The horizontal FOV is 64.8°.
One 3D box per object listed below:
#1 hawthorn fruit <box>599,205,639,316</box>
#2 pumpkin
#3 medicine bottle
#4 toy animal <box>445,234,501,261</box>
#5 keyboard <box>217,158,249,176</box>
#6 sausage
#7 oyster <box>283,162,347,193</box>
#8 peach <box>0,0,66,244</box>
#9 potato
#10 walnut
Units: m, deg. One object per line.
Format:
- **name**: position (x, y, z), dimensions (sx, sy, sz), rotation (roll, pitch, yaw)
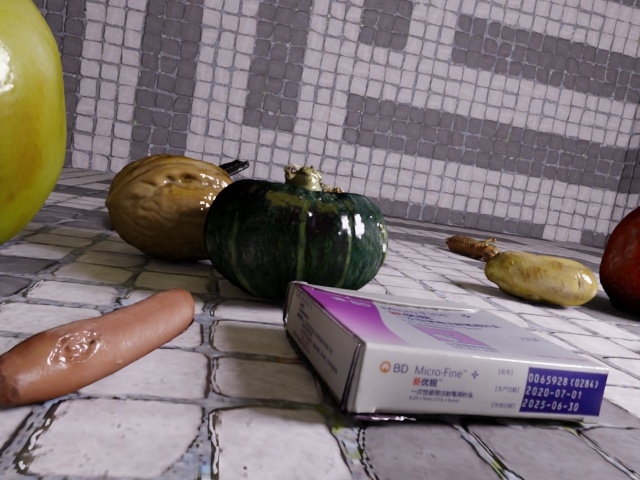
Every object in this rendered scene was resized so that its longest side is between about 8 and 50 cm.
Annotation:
- **hawthorn fruit**: position (0.594, 0.025, 0.847), dimensions (0.216, 0.249, 0.215), rotation (23, -14, 6)
- **pumpkin**: position (-0.027, -0.008, 0.579), dimensions (0.212, 0.151, 0.211), rotation (-5, 2, 0)
- **medicine bottle**: position (0.084, 0.086, 0.404), dimensions (0.201, 0.052, 0.171), rotation (9, 7, -17)
- **toy animal**: position (0.409, 0.014, 1.358), dimensions (0.099, 0.056, 0.241), rotation (5, 9, -30)
- **keyboard**: position (-0.256, -0.089, 0.925), dimensions (0.263, 0.016, 0.106), rotation (-29, 20, -17)
- **sausage**: position (-0.134, 0.063, 0.341), dimensions (0.043, 0.043, 0.186), rotation (11, 7, 12)
- **oyster**: position (0.017, -0.059, 1.000), dimensions (0.223, 0.083, 0.214), rotation (49, -3, -21)
- **peach**: position (-0.402, -0.133, 0.490), dimensions (0.282, 0.315, 0.314), rotation (23, -3, 13)
- **potato**: position (0.355, 0.061, 0.822), dimensions (0.171, 0.079, 0.107), rotation (7, 7, 25)
- **walnut**: position (-0.196, -0.042, 0.683), dimensions (0.184, 0.155, 0.156), rotation (10, 5, -41)
